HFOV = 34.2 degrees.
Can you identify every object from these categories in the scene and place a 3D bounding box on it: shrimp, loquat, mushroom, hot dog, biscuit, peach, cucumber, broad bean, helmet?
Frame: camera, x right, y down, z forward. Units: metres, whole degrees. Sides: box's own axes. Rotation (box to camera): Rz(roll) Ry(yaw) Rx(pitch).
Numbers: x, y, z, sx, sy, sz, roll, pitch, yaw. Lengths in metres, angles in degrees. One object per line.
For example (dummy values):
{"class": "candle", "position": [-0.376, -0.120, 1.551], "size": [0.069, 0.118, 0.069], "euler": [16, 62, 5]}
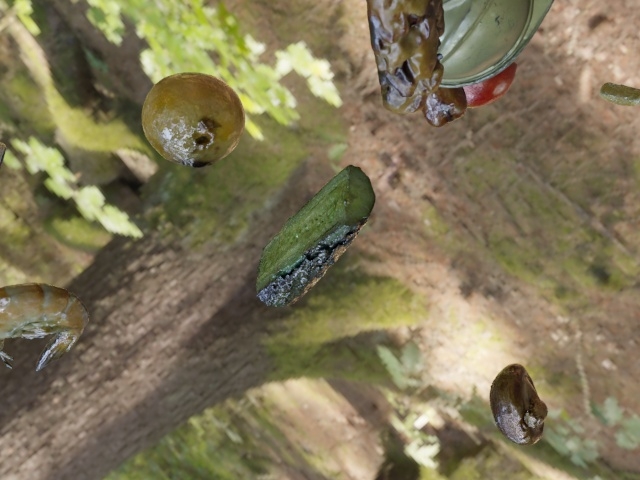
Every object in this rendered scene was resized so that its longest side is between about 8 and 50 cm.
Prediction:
{"class": "shrimp", "position": [-0.399, 0.154, 1.273], "size": [0.169, 0.296, 0.058], "euler": [18, -147, -46]}
{"class": "loquat", "position": [-0.185, -0.178, 1.519], "size": [0.163, 0.163, 0.137], "euler": [32, 136, 52]}
{"class": "mushroom", "position": [0.306, 0.248, 1.584], "size": [0.087, 0.127, 0.127], "euler": [-11, 131, 23]}
{"class": "hot dog", "position": [0.549, -0.260, 1.883], "size": [0.090, 0.030, 0.034], "euler": [22, 163, 42]}
{"class": "biscuit", "position": [0.090, -0.304, 1.141], "size": [0.289, 0.081, 0.334], "euler": [-87, -11, -51]}
{"class": "peach", "position": [0.302, -0.311, 1.997], "size": [0.118, 0.151, 0.151], "euler": [41, 167, 0]}
{"class": "cucumber", "position": [0.002, 0.002, 1.114], "size": [0.062, 0.078, 0.211], "euler": [18, 148, -23]}
{"class": "broad bean", "position": [0.203, -0.289, 1.871], "size": [0.114, 0.084, 0.165], "euler": [76, 174, -66]}
{"class": "helmet", "position": [0.203, -0.327, 1.434], "size": [0.204, 0.257, 0.137], "euler": [45, -168, 0]}

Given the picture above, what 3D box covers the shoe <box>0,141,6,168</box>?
{"class": "shoe", "position": [-0.675, -0.162, 1.955], "size": [0.106, 0.091, 0.207], "euler": [19, 170, -39]}
